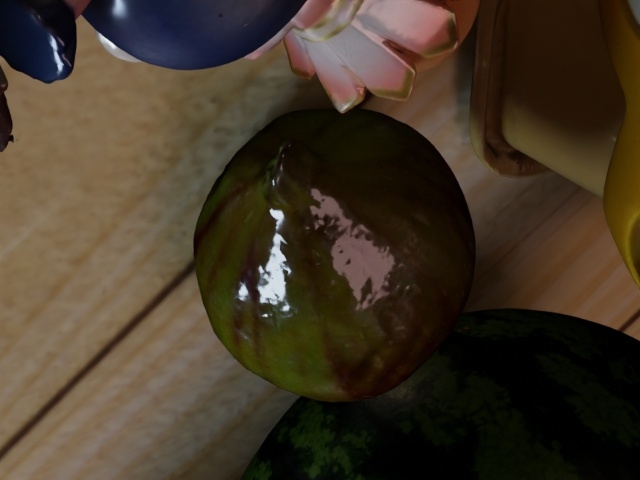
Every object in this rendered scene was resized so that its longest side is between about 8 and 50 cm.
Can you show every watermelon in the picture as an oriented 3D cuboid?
[{"bbox_3d":[0.079,0.156,0.873,0.269,0.269,0.269,-29,148,-20],"label":"watermelon"}]

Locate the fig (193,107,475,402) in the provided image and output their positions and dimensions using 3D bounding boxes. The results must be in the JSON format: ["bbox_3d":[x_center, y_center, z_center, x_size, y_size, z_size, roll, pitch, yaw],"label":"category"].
[{"bbox_3d":[0.000,0.000,0.720,0.109,0.103,0.155,-64,159,-6],"label":"fig"}]

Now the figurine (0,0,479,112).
[{"bbox_3d":[-0.020,-0.098,0.569,0.195,0.102,0.111,7,117,-51],"label":"figurine"}]

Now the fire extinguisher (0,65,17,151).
[{"bbox_3d":[-0.213,0.002,0.489,0.337,0.106,0.147,-20,173,-32],"label":"fire extinguisher"}]

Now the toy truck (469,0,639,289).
[{"bbox_3d":[0.194,-0.072,0.744,0.204,0.211,0.288,-25,150,-27],"label":"toy truck"}]
